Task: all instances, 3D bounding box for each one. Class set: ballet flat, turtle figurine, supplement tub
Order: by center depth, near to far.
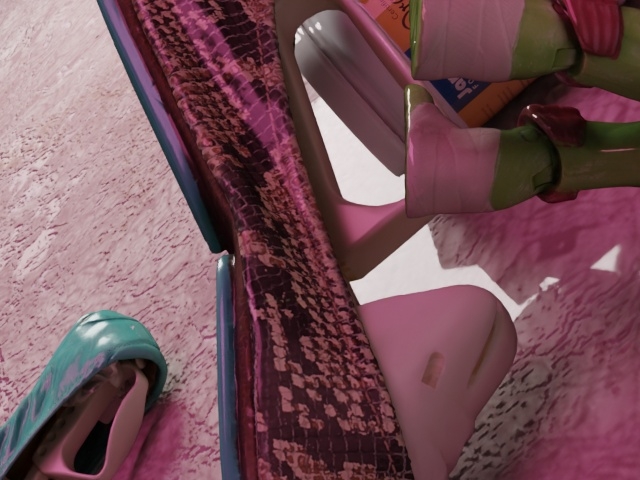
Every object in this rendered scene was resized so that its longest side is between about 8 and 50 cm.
[{"bbox_3d":[0.173,-0.097,0.618,0.198,0.266,0.275,83,-171,-83],"label":"turtle figurine"},{"bbox_3d":[0.000,0.000,0.701,0.182,0.164,0.483,-15,64,-2],"label":"ballet flat"},{"bbox_3d":[0.086,-0.151,0.860,0.199,0.144,0.144,-42,31,8],"label":"supplement tub"},{"bbox_3d":[-0.187,0.158,0.899,0.087,0.083,0.247,21,71,42],"label":"ballet flat"}]
